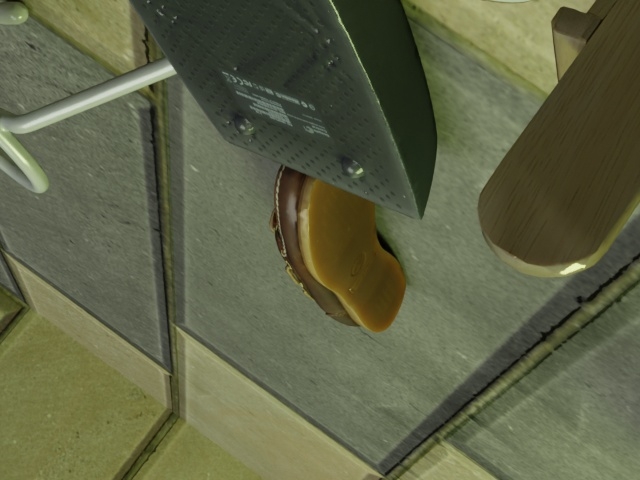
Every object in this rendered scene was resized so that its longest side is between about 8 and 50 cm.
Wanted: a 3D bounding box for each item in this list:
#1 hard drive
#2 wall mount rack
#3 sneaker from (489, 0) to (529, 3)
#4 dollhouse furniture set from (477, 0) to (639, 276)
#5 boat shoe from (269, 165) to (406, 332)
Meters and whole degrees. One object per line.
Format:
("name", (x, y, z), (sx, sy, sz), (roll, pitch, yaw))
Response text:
("hard drive", (-0.031, -0.122, 0.634), (0.172, 0.054, 0.255), (24, 158, 35))
("wall mount rack", (-0.233, -0.175, 0.783), (0.304, 0.130, 0.350), (22, 157, 49))
("sneaker", (0.042, -0.139, 0.473), (0.118, 0.042, 0.067), (35, 165, 13))
("dollhouse furniture set", (0.222, 0.093, 0.498), (0.303, 0.174, 0.355), (28, 160, 28))
("boat shoe", (0.000, 0.000, 0.845), (0.073, 0.073, 0.207), (26, 159, 26))
